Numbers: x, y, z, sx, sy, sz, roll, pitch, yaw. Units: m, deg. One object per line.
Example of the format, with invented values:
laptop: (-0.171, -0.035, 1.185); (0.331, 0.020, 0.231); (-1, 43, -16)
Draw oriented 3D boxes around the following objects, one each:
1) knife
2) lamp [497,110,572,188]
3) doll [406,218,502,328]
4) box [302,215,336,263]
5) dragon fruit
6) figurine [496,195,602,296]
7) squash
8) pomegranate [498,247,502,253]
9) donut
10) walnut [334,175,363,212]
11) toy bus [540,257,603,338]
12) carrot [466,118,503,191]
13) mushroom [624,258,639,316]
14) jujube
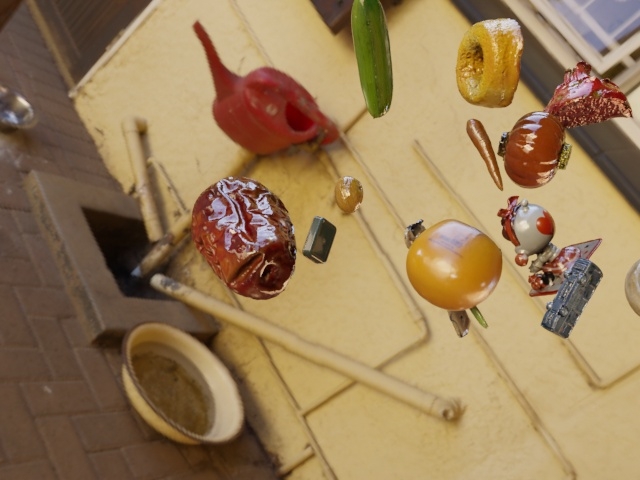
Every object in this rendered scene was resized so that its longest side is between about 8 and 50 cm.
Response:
knife: (0.309, 0.105, 1.742); (0.043, 0.089, 0.365); (1, -55, 56)
lamp: (0.609, -0.257, 1.884); (0.196, 0.223, 0.223); (15, 8, 21)
doll: (0.304, 0.080, 1.510); (0.213, 0.213, 0.236); (-111, -177, -45)
box: (0.000, 0.000, 1.895); (0.031, 0.126, 0.091); (6, -21, 41)
dragon fruit: (0.790, -0.453, 2.000); (0.134, 0.261, 0.212); (63, 22, -49)
figurine: (0.520, -0.008, 1.609); (0.226, 0.183, 0.160); (44, -16, -4)
squash: (0.121, -0.422, 1.511); (0.082, 0.082, 0.293); (-101, 179, -56)
pomegranate: (0.512, 0.059, 2.208); (0.122, 0.169, 0.143); (46, 27, 3)
donut: (0.451, -0.468, 1.752); (0.118, 0.254, 0.253); (-3, 43, -17)
walnut: (0.075, -0.141, 1.935); (0.052, 0.091, 0.121); (32, 39, -52)
toy bus: (0.517, 0.119, 1.359); (0.065, 0.166, 0.047); (32, -2, -25)
carrot: (0.441, -0.227, 1.749); (0.048, 0.048, 0.216); (10, 56, -61)
mushroom: (0.864, 0.117, 1.624); (0.206, 0.206, 0.209); (54, 10, 13)
jujube: (-0.163, -0.005, 1.416); (0.216, 0.216, 0.342); (34, 12, -37)
